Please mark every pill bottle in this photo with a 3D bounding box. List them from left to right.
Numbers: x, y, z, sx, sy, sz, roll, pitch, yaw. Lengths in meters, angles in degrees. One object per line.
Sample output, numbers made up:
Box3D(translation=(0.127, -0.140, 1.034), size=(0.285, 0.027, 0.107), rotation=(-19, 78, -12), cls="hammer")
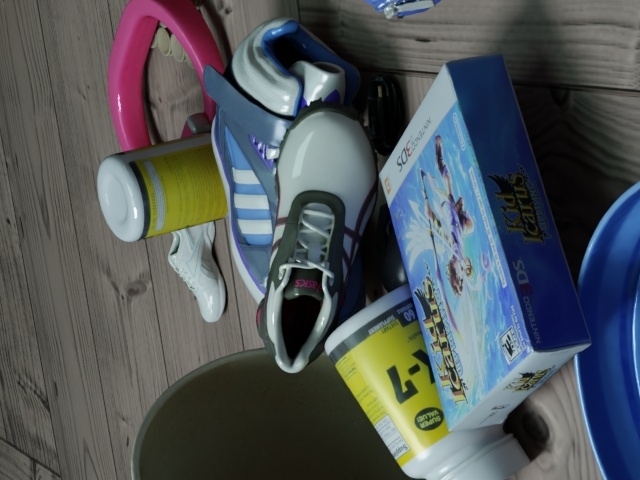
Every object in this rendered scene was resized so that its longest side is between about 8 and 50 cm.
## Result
Box3D(translation=(-0.155, -0.066, 1.955), size=(0.103, 0.184, 0.103), rotation=(35, 132, 50), cls="pill bottle")
Box3D(translation=(0.106, 0.155, 1.656), size=(0.208, 0.119, 0.119), rotation=(56, 148, 11), cls="pill bottle")

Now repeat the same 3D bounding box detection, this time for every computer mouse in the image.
Box3D(translation=(0.071, -0.047, 1.718), size=(0.071, 0.041, 0.242), rotation=(2, 104, 61), cls="computer mouse")

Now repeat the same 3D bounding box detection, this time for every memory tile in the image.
Box3D(translation=(-0.181, -0.276, 2.082), size=(0.148, 0.012, 0.113), rotation=(31, 129, 51), cls="memory tile")

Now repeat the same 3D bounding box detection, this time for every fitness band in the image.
Box3D(translation=(-0.193, -0.178, 2.087), size=(0.209, 0.054, 0.291), rotation=(60, 150, 19), cls="fitness band")

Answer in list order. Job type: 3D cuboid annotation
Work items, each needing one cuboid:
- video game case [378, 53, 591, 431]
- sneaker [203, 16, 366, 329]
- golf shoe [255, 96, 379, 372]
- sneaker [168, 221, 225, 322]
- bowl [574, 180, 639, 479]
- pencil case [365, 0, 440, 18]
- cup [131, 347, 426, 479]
Box3D(translation=(0.138, 0.009, 1.522), size=(0.244, 0.061, 0.269), rotation=(117, 141, -66), cls="video game case")
Box3D(translation=(-0.017, -0.074, 1.765), size=(0.236, 0.130, 0.322), rotation=(120, 134, -58), cls="sneaker")
Box3D(translation=(0.000, 0.000, 1.673), size=(0.120, 0.105, 0.273), rotation=(-91, 9, -73), cls="golf shoe")
Box3D(translation=(-0.161, 0.033, 2.143), size=(0.054, 0.061, 0.152), rotation=(6, 109, 58), cls="sneaker")
Box3D(translation=(0.344, 0.125, 1.283), size=(0.391, 0.077, 0.391), rotation=(35, 132, 50), cls="bowl")
Box3D(translation=(0.122, -0.276, 1.435), size=(0.306, 0.119, 0.133), rotation=(-15, 66, 61), cls="pencil case")
Box3D(translation=(-0.030, 0.308, 1.787), size=(0.331, 0.331, 0.237), rotation=(49, 148, 39), cls="cup")
